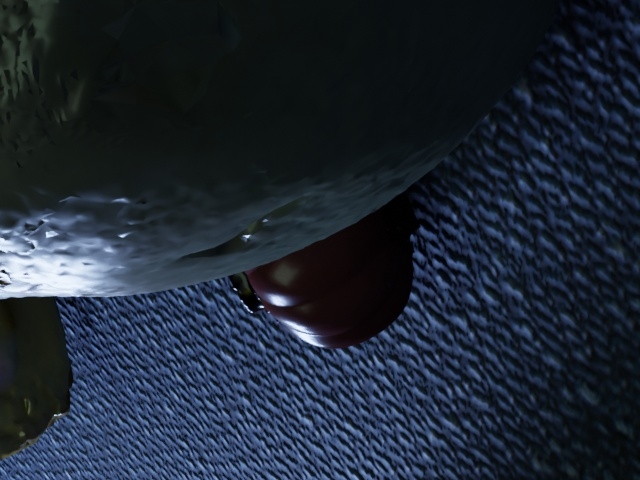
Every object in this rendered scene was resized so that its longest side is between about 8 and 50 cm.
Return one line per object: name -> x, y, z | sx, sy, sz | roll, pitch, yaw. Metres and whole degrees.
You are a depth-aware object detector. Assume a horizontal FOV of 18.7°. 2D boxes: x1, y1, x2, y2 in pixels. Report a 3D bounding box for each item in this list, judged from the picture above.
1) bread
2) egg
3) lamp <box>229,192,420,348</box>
bread -> -0.322, 0.058, 1.458 | 0.375, 0.165, 0.236 | -14, 105, 60
egg -> -0.052, -0.107, 0.646 | 0.201, 0.337, 0.337 | -104, 5, -56
lamp -> 0.000, 0.000, 0.930 | 0.107, 0.092, 0.107 | 59, -172, -13
